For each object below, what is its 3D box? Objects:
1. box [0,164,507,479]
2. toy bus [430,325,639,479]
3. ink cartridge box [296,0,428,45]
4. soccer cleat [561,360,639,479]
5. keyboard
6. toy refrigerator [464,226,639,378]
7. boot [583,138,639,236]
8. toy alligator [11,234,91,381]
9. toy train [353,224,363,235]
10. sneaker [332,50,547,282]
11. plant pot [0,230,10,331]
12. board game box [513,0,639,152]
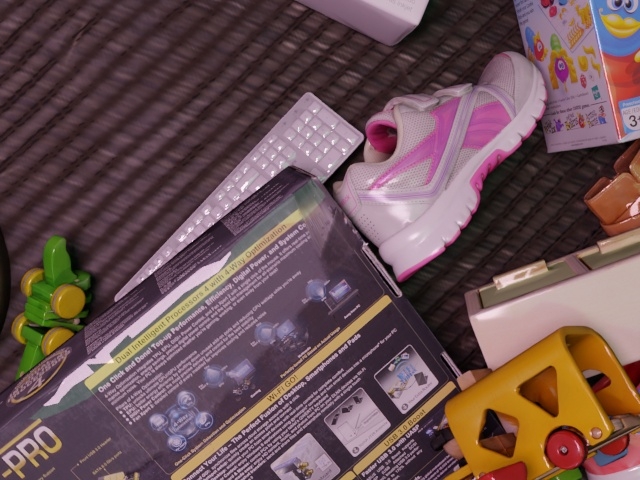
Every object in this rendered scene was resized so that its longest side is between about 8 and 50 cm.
[{"bbox_3d":[-0.075,0.182,0.730,0.395,0.097,0.318,-40,110,-5],"label":"box"},{"bbox_3d":[0.148,0.147,0.684,0.202,0.191,0.104,-20,66,-12],"label":"toy bus"},{"bbox_3d":[0.047,-0.303,0.759,0.154,0.093,0.212,24,86,-9],"label":"ink cartridge box"},{"bbox_3d":[0.369,0.114,0.823,0.318,0.108,0.116,-31,93,-4],"label":"soccer cleat"},{"bbox_3d":[-0.071,-0.019,0.773,0.072,0.014,0.256,40,85,24],"label":"keyboard"},{"bbox_3d":[0.267,0.044,0.764,0.269,0.102,0.094,-21,96,10],"label":"toy refrigerator"},{"bbox_3d":[0.360,-0.050,0.831,0.152,0.073,0.197,45,82,-4],"label":"boot"},{"bbox_3d":[-0.230,0.088,0.753,0.051,0.056,0.190,5,101,-53],"label":"toy alligator"},{"bbox_3d":[0.000,0.000,0.790,0.158,0.036,0.027,-18,95,-8],"label":"toy train"},{"bbox_3d":[0.102,-0.089,0.744,0.111,0.103,0.252,39,58,-3],"label":"sneaker"},{"bbox_3d":[-0.377,0.039,0.611,0.256,0.274,0.256,0,92,-8],"label":"plant pot"},{"bbox_3d":[0.261,-0.230,0.770,0.142,0.144,0.275,-15,95,-9],"label":"board game box"}]
